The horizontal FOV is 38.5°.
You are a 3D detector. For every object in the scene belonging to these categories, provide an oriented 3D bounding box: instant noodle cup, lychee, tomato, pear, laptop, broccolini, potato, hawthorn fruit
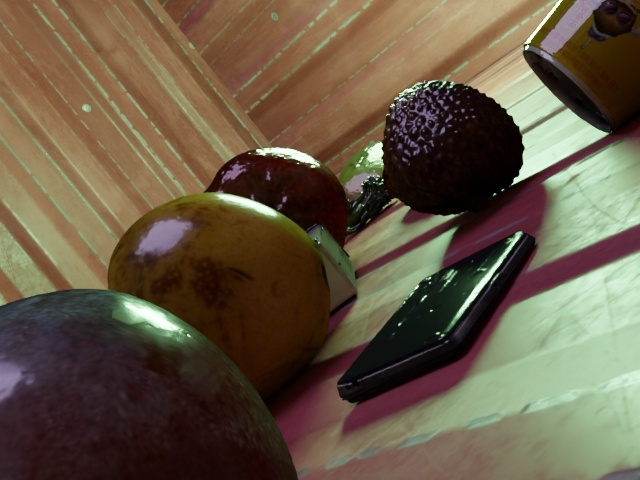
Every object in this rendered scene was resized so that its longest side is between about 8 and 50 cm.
[{"bbox_3d":[0.369,-0.259,1.069,0.236,0.215,0.215,-45,5,7],"label":"instant noodle cup"},{"bbox_3d":[0.170,-0.117,1.210,0.194,0.194,0.194,-38,6,5],"label":"lychee"},{"bbox_3d":[-0.167,0.180,0.562,0.317,0.282,0.316,-26,4,2],"label":"tomato"},{"bbox_3d":[-0.125,0.076,1.098,0.281,0.280,0.281,-38,6,5],"label":"pear"},{"bbox_3d":[0.113,0.067,0.873,0.154,0.026,0.207,-34,7,42],"label":"laptop"},{"bbox_3d":[-0.003,-0.001,1.806,0.392,0.074,0.079,-39,-1,-23],"label":"broccolini"},{"bbox_3d":[0.122,-0.152,2.084,0.239,0.116,0.299,-27,14,41],"label":"potato"},{"bbox_3d":[-0.090,-0.020,1.631,0.287,0.287,0.330,-39,-2,-5],"label":"hawthorn fruit"}]

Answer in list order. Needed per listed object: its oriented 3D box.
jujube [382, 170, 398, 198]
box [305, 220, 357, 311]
[{"bbox_3d":[0.171,-0.128,1.600,0.112,0.109,0.176,-4,-10,-20],"label":"jujube"},{"bbox_3d":[-0.070,0.092,1.376,0.252,0.106,0.203,-37,7,5],"label":"box"}]
